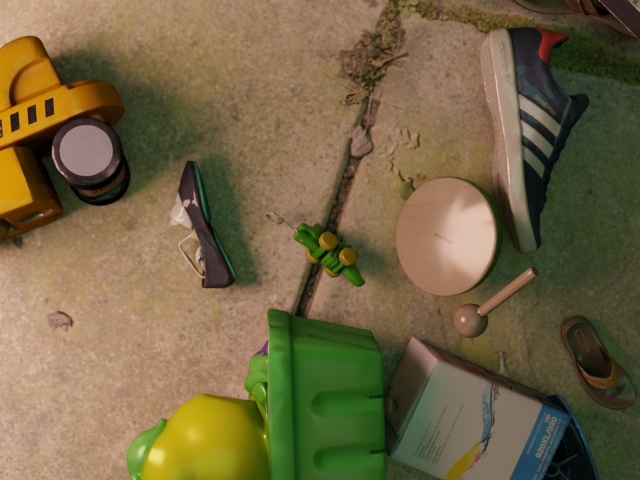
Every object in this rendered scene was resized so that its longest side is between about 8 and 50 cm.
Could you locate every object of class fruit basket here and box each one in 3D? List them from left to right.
[{"bbox_3d":[-0.089,0.297,1.483,0.392,0.283,0.391,0,96,-2],"label":"fruit basket"}]

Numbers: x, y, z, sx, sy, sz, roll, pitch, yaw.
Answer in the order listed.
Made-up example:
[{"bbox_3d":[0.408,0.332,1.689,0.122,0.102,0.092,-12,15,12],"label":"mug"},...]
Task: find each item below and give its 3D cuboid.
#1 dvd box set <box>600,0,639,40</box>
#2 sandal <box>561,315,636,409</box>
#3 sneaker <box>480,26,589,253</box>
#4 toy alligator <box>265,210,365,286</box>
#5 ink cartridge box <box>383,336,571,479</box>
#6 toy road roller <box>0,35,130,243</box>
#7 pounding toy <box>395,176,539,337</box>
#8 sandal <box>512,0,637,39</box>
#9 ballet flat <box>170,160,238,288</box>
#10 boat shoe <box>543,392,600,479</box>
[{"bbox_3d":[0.556,-0.509,1.513,0.420,0.062,0.307,-38,79,-8],"label":"dvd box set"},{"bbox_3d":[0.454,0.204,1.656,0.072,0.049,0.180,-33,99,-3],"label":"sandal"},{"bbox_3d":[0.341,-0.156,1.560,0.148,0.131,0.349,-7,97,-2],"label":"sneaker"},{"bbox_3d":[0.000,0.000,1.579,0.190,0.056,0.051,38,49,-8],"label":"toy alligator"},{"bbox_3d":[0.226,0.280,1.574,0.233,0.171,0.168,24,93,-10],"label":"ink cartridge box"},{"bbox_3d":[-0.436,-0.136,1.439,0.330,0.202,0.240,-25,87,-9],"label":"toy road roller"},{"bbox_3d":[0.235,0.015,1.571,0.183,0.110,0.236,-47,61,29],"label":"pounding toy"},{"bbox_3d":[0.425,-0.394,1.566,0.303,0.086,0.120,13,96,-10],"label":"sandal"},{"bbox_3d":[-0.188,-0.018,1.543,0.074,0.074,0.203,-19,100,-5],"label":"ballet flat"},{"bbox_3d":[0.397,0.377,1.641,0.089,0.109,0.258,-20,96,-1],"label":"boat shoe"}]
